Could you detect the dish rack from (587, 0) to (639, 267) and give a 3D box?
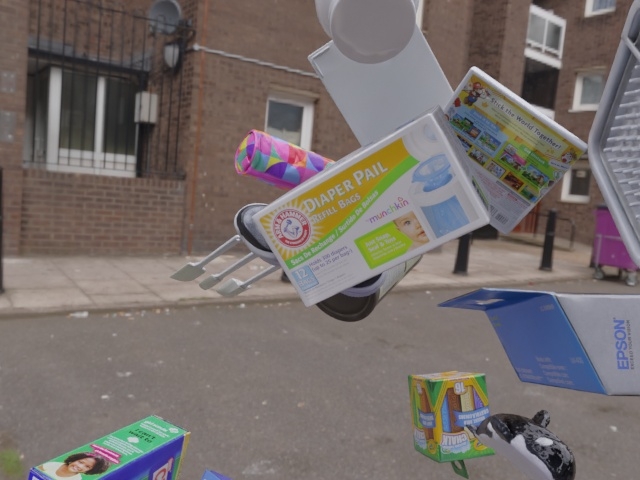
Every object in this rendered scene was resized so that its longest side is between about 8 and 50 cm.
[{"bbox_3d":[0.492,-0.148,0.777,0.072,0.286,0.333,-7,-36,5],"label":"dish rack"}]

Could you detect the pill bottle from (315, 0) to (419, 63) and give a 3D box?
[{"bbox_3d":[0.037,-0.219,0.466,0.087,0.087,0.160,4,44,-8],"label":"pill bottle"}]

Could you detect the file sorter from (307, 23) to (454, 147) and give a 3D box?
[{"bbox_3d":[0.140,-0.298,1.060,0.192,0.278,0.173,-28,18,18],"label":"file sorter"}]

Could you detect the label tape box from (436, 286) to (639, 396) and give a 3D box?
[{"bbox_3d":[0.324,0.120,0.627,0.333,0.106,0.240,1,-11,1],"label":"label tape box"}]

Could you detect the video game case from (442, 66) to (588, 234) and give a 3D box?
[{"bbox_3d":[0.294,-0.148,0.936,0.227,0.206,0.026,38,39,8],"label":"video game case"}]

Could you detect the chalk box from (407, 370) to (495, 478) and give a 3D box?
[{"bbox_3d":[0.378,0.538,1.582,0.179,0.289,0.180,-1,-10,-14],"label":"chalk box"}]

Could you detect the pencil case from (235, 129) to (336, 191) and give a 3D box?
[{"bbox_3d":[-0.055,-0.146,1.116,0.236,0.105,0.104,17,-1,-28],"label":"pencil case"}]

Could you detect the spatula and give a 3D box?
[{"bbox_3d":[-0.189,0.062,1.157,0.168,0.019,0.242,30,-43,-33],"label":"spatula"}]

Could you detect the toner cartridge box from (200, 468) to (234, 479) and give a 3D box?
[{"bbox_3d":[0.018,0.386,0.642,0.347,0.075,0.165,31,-24,-15],"label":"toner cartridge box"}]

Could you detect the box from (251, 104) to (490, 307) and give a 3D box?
[{"bbox_3d":[0.052,-0.034,0.547,0.203,0.114,0.103,-28,8,23],"label":"box"}]

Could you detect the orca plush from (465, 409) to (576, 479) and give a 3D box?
[{"bbox_3d":[0.363,0.344,0.935,0.102,0.151,0.287,-35,-17,-10],"label":"orca plush"}]

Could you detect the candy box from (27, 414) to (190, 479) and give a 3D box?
[{"bbox_3d":[-0.424,0.530,1.073,0.122,0.268,0.317,17,8,21],"label":"candy box"}]

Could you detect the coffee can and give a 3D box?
[{"bbox_3d":[0.112,0.044,1.330,0.201,0.202,0.275,8,28,33],"label":"coffee can"}]

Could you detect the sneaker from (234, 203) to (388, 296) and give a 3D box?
[{"bbox_3d":[-0.028,-0.025,0.783,0.268,0.101,0.153,24,-28,27],"label":"sneaker"}]
